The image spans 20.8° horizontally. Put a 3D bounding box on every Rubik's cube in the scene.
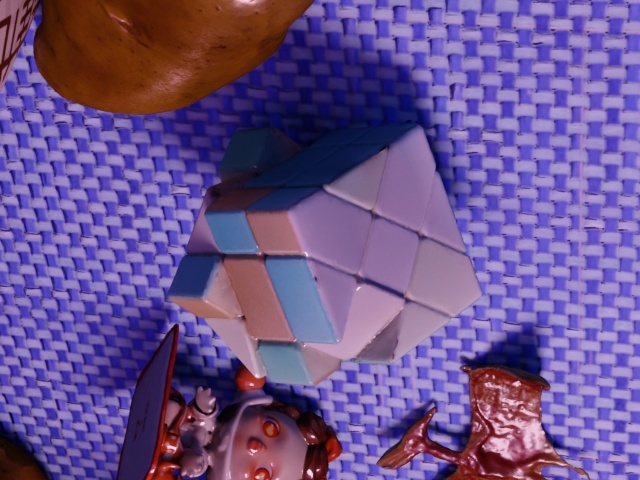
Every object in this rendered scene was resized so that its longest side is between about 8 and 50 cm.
[{"bbox_3d":[0.000,0.000,1.582,0.213,0.265,0.224,-1,114,50],"label":"Rubik's cube"}]

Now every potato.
[{"bbox_3d":[-0.128,-0.215,1.460,0.195,0.176,0.369,5,153,-31],"label":"potato"}]

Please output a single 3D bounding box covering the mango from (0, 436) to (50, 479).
[{"bbox_3d":[-0.448,0.282,1.999,0.287,0.152,0.201,19,129,0],"label":"mango"}]

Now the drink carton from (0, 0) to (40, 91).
[{"bbox_3d":[-0.315,-0.201,1.429,0.132,0.324,0.194,15,135,-1],"label":"drink carton"}]

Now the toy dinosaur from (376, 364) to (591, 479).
[{"bbox_3d":[0.176,0.246,1.797,0.206,0.113,0.327,38,125,-12],"label":"toy dinosaur"}]

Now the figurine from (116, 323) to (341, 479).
[{"bbox_3d":[-0.084,0.225,1.840,0.226,0.183,0.160,18,143,-15],"label":"figurine"}]
